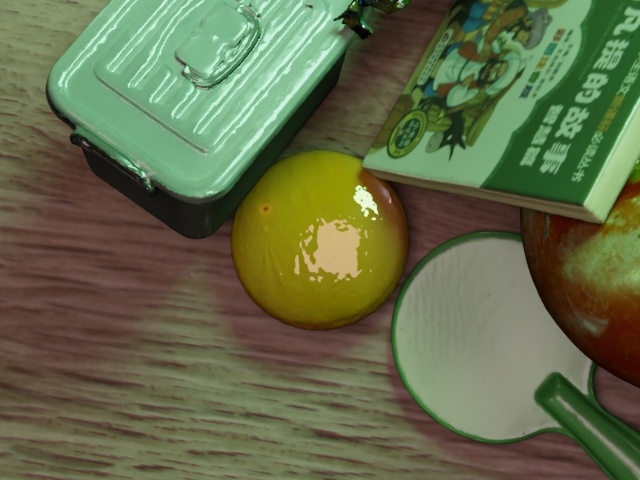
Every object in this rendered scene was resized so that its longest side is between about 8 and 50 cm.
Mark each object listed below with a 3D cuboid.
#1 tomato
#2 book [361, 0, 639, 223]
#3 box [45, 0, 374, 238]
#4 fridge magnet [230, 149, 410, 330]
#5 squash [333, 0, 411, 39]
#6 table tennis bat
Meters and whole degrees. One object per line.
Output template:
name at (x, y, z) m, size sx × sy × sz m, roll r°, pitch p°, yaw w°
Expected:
tomato at (0.282, -0.012, 1.234) m, size 0.222 × 0.270 × 0.270 m, roll 37°, pitch 98°, yaw -29°
book at (0.155, -0.119, 1.265) m, size 0.027 × 0.264 × 0.202 m, roll 36°, pitch 79°, yaw -32°
box at (-0.082, -0.122, 1.338) m, size 0.163 × 0.135 × 0.243 m, roll 34°, pitch 70°, yaw 10°
fridge magnet at (0.000, 0.000, 1.384) m, size 0.143 × 0.063 × 0.143 m, roll -1°, pitch 86°, yaw 11°
squash at (0.125, -0.272, 1.314) m, size 0.087 × 0.087 × 0.331 m, roll 34°, pitch 71°, yaw 12°
table tennis bat at (0.167, 0.105, 1.360) m, size 0.257 × 0.039 × 0.160 m, roll 43°, pitch 96°, yaw 16°
